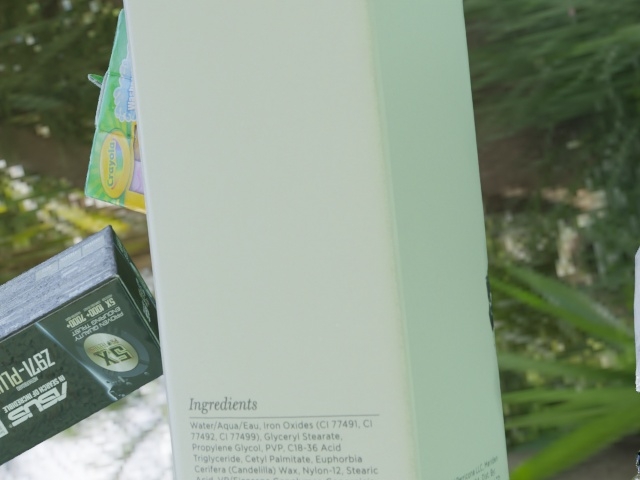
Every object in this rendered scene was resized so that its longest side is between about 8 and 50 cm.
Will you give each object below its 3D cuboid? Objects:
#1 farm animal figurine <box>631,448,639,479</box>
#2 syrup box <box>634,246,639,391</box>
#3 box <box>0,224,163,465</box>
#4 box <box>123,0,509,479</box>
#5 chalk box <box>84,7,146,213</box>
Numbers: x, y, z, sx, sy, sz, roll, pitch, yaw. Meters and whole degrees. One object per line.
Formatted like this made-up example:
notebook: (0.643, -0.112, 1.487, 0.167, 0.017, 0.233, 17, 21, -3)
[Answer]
farm animal figurine: (0.216, 0.210, 0.730, 0.172, 0.330, 0.327, 29, -158, -30)
syrup box: (0.236, -0.009, 0.827, 0.237, 0.096, 0.093, 98, -179, -56)
box: (-0.202, 0.079, 1.110, 0.077, 0.180, 0.147, 61, 178, -17)
box: (0.000, 0.000, 0.626, 0.094, 0.113, 0.275, -9, -84, -61)
chalk box: (-0.063, -0.073, 1.061, 0.132, 0.213, 0.132, 5, -81, -53)
